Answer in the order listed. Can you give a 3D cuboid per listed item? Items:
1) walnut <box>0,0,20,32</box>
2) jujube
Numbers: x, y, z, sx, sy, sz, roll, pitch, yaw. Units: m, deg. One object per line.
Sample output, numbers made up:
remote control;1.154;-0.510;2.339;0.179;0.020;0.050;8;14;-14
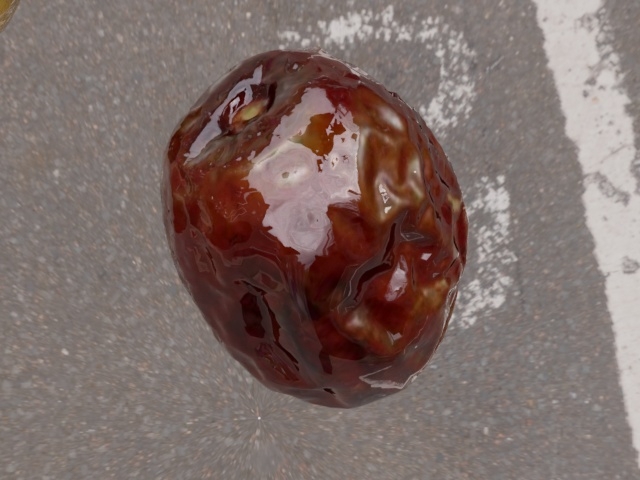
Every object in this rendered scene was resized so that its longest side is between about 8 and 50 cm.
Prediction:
walnut;-0.329;-0.241;0.672;0.195;0.195;0.221;-26;91;-9
jujube;0.000;0.000;0.560;0.183;0.243;0.183;-17;46;18
